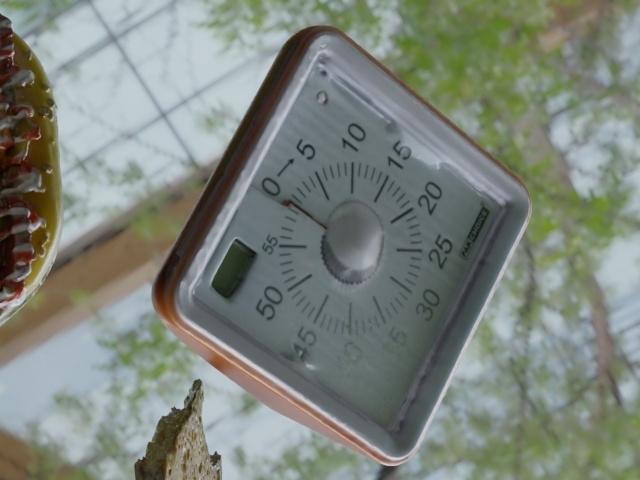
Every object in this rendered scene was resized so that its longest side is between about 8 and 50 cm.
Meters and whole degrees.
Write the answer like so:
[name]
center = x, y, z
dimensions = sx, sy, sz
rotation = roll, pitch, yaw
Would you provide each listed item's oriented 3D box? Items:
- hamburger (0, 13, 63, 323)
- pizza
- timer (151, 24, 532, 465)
[hamburger]
center = -0.319, -0.055, 1.430
dimensions = 0.227, 0.151, 0.295
rotation = -7, -105, -2
[pizza]
center = -0.114, 0.215, 1.475
dimensions = 0.034, 0.181, 0.262
rotation = -8, -140, 9
[timer]
center = 0.000, 0.000, 1.386
dimensions = 0.161, 0.250, 0.257
rotation = 12, -112, 43
